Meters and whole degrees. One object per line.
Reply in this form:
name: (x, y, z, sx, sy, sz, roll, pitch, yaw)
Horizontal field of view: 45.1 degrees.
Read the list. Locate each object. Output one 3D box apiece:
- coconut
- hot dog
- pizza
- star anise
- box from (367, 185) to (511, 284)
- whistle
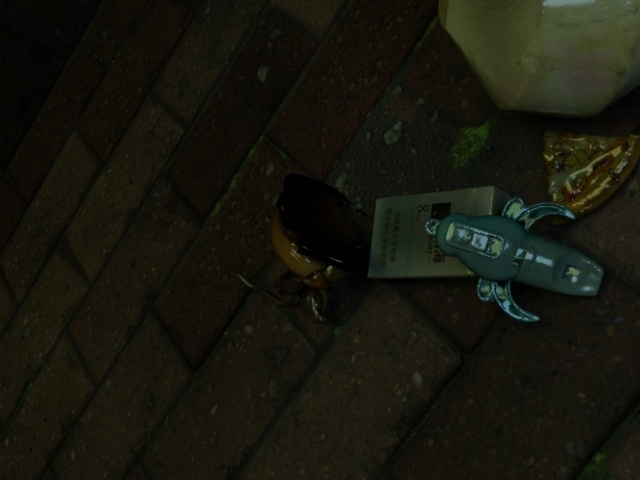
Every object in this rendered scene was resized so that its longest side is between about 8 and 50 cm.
coconut: (0.351, -0.352, 1.167, 0.352, 0.352, 0.353, -15, 65, 37)
hot dog: (-0.006, -0.001, 1.439, 0.326, 0.194, 0.107, -77, 6, -65)
pizza: (0.410, -0.131, 1.214, 0.184, 0.036, 0.176, -38, 53, 25)
star anise: (-0.092, 0.105, 1.518, 0.227, 0.148, 0.219, -40, 49, 37)
box: (0.202, -0.004, 1.331, 0.242, 0.067, 0.155, -2, 75, 41)
whistle: (0.290, 0.019, 1.171, 0.273, 0.093, 0.186, 19, 92, 9)
